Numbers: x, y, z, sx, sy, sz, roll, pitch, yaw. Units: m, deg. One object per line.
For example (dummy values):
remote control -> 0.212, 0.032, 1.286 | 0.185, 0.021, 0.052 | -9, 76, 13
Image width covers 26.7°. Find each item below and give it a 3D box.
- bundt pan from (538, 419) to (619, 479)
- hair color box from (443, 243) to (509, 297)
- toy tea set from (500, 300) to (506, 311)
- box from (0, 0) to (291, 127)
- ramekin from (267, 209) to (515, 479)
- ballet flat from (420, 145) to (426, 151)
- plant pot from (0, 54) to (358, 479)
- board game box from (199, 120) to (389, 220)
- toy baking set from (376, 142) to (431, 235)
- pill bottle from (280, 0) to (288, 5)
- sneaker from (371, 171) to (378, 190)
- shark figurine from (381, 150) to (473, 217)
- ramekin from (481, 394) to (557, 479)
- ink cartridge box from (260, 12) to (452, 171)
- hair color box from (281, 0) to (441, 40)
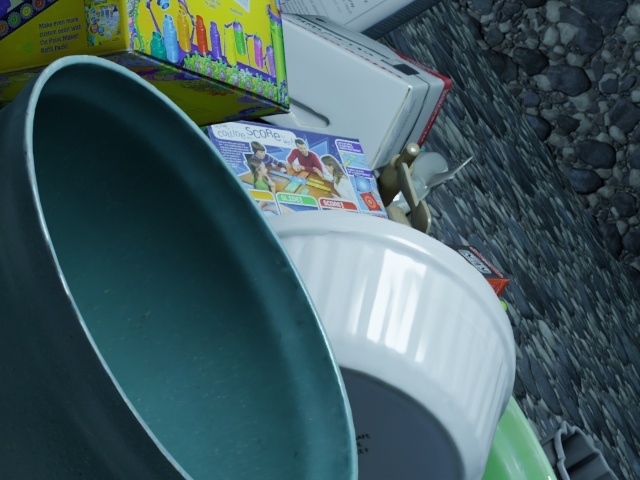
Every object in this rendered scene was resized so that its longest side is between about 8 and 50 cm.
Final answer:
bundt pan -> 0.320, 0.396, 1.648 | 0.331, 0.124, 0.331 | 52, 18, -25
hair color box -> 0.154, 0.040, 1.608 | 0.141, 0.043, 0.072 | 2, 35, -48
toy tea set -> 0.145, 0.112, 1.600 | 0.200, 0.124, 0.336 | 54, 18, -20
box -> -0.165, -0.244, 1.064 | 0.290, 0.177, 0.279 | 9, 75, -69
ramekin -> 0.008, 0.120, 0.998 | 0.273, 0.273, 0.127 | 51, 32, -28
ballet flat -> 0.114, -0.139, 2.019 | 0.188, 0.070, 0.070 | 67, 18, 15
plant pot -> -0.139, 0.072, 0.748 | 0.293, 0.196, 0.293 | 52, 20, -27
board game box -> -0.028, -0.056, 1.385 | 0.201, 0.035, 0.136 | 6, 52, -36
toy baking set -> 0.084, -0.005, 1.491 | 0.030, 0.256, 0.196 | 9, 58, -14
pill bottle -> -0.049, -0.356, 1.523 | 0.160, 0.283, 0.160 | 52, 19, -26
sneaker -> 0.000, 0.000, 1.462 | 0.121, 0.099, 0.262 | 27, 34, -29
shark figurine -> 0.122, -0.105, 1.833 | 0.116, 0.166, 0.278 | 51, 16, 1
ramekin -> 0.117, 0.245, 1.272 | 0.303, 0.148, 0.303 | 52, 19, -26
ink cartridge box -> 0.029, -0.183, 1.621 | 0.197, 0.114, 0.273 | 28, 15, 10
hair color box -> 0.112, -0.420, 1.921 | 0.185, 0.374, 0.113 | 63, 17, 6
